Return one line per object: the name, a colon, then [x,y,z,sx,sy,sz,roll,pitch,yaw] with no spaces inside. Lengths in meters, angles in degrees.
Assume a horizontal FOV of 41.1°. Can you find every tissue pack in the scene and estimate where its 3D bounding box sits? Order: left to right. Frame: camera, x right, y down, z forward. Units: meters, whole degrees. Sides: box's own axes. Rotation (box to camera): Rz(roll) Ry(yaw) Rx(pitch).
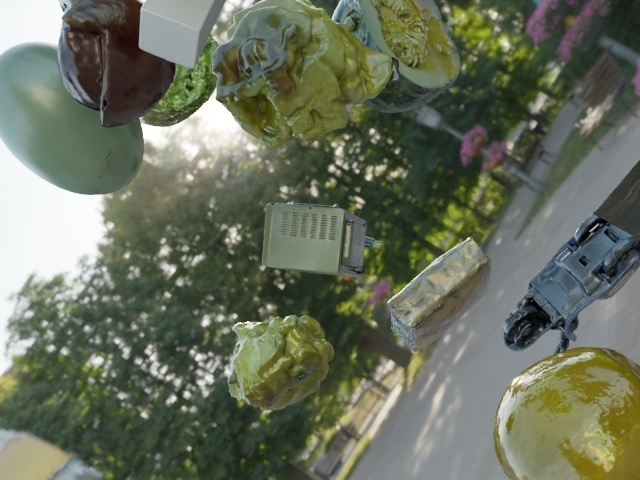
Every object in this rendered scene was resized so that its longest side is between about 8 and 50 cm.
tissue pack: [0.286,0.133,1.997,0.257,0.123,0.215,-37,-21,-8]

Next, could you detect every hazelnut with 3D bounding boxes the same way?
hazelnut: [-0.296,-0.263,1.182,0.160,0.202,0.170,-33,-21,-36]

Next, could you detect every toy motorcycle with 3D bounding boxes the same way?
toy motorcycle: [0.490,0.086,1.579,0.358,0.125,0.213,-45,-39,12]

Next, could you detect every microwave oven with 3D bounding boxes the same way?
microwave oven: [0.000,0.000,1.801,0.240,0.194,0.145,19,-107,-76]

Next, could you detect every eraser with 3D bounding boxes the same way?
eraser: [-0.146,-0.365,1.112,0.078,0.076,0.298,116,172,-60]

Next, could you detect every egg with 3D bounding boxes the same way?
egg: [-0.410,-0.196,1.384,0.203,0.282,0.203,-41,10,9]

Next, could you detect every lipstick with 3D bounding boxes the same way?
lipstick: [0.100,0.002,2.054,0.037,0.116,0.037,-38,-44,-50]

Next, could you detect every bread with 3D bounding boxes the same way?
bread: [-0.355,-0.391,2.014,0.251,0.208,0.376,-67,14,-6]

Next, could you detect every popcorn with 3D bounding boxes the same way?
popcorn: [-0.060,0.180,1.279,0.173,0.174,0.142,115,151,-47]
popcorn: [-0.050,-0.297,1.535,0.293,0.293,0.237,-59,-21,7]

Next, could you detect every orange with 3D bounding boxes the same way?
orange: [0.358,0.266,1.090,0.235,0.279,0.279,-51,-6,4]

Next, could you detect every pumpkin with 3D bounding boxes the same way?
pumpkin: [0.141,-0.414,1.858,0.263,0.292,0.197,-8,-15,-37]

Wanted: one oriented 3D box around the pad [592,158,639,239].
pad: [0.632,-0.083,1.412,0.247,0.368,0.007,-53,40,19]
